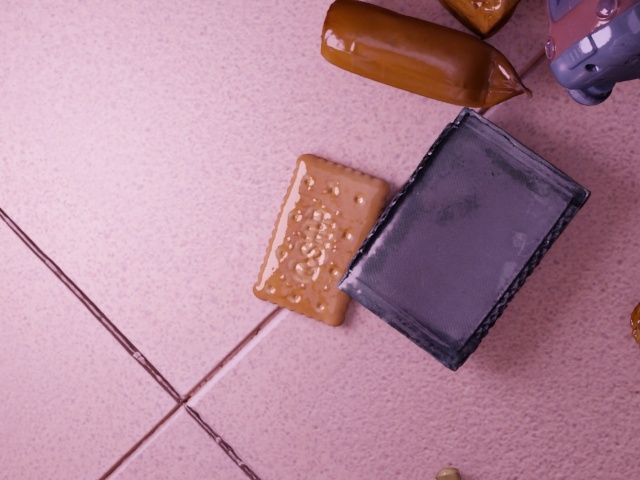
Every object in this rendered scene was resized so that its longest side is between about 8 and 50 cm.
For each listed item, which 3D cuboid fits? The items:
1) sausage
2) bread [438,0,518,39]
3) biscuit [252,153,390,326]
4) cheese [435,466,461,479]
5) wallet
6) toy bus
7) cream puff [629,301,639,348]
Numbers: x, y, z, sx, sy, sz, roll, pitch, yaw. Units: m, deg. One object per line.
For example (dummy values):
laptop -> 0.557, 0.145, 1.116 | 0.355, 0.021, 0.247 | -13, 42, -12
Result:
sausage -> 0.158, -0.271, 1.332 | 0.329, 0.112, 0.112 | 19, 97, 5
bread -> 0.239, -0.397, 1.297 | 0.158, 0.149, 0.143 | 43, 96, 8
biscuit -> 0.000, 0.000, 1.413 | 0.160, 0.030, 0.249 | 21, 97, 5
cheese -> 0.208, 0.402, 1.423 | 0.044, 0.030, 0.083 | -15, 99, 2
wallet -> 0.213, -0.003, 1.364 | 0.237, 0.075, 0.342 | 35, 97, 4
toy bus -> 0.438, -0.335, 1.224 | 0.294, 0.197, 0.231 | -16, 82, -24
cream puff -> 0.522, 0.135, 1.324 | 0.120, 0.104, 0.133 | -9, 103, -24
